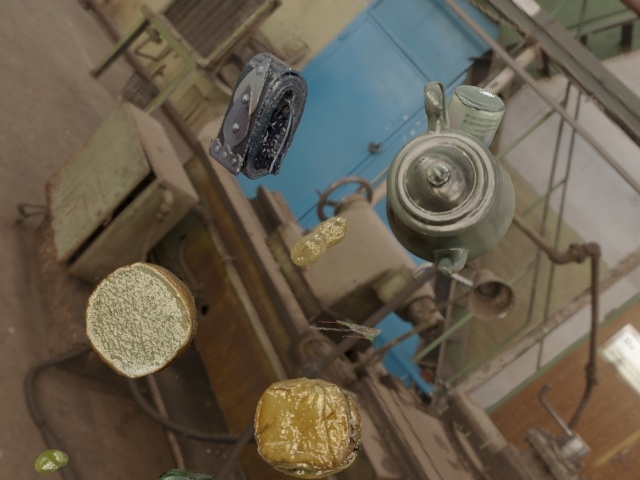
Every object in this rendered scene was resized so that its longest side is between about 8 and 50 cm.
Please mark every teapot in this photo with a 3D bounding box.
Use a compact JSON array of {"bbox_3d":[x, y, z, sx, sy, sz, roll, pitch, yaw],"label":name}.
[{"bbox_3d":[0.143,-0.071,0.818,0.149,0.162,0.239,30,57,-70],"label":"teapot"}]

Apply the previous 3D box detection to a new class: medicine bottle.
[{"bbox_3d":[0.356,-0.273,1.673,0.135,0.168,0.135,12,36,-9],"label":"medicine bottle"}]

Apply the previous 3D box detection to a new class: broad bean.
[{"bbox_3d":[-0.707,0.578,1.815,0.045,0.083,0.063,83,-14,-54],"label":"broad bean"}]

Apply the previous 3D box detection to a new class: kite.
[{"bbox_3d":[0.077,0.259,1.983,0.244,0.006,0.198,6,9,-29],"label":"kite"}]

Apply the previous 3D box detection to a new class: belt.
[{"bbox_3d":[-0.097,-0.217,1.251,0.122,0.218,0.128,0,29,-47],"label":"belt"}]

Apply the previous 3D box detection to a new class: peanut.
[{"bbox_3d":[0.000,0.000,1.848,0.082,0.187,0.082,45,-19,20],"label":"peanut"}]

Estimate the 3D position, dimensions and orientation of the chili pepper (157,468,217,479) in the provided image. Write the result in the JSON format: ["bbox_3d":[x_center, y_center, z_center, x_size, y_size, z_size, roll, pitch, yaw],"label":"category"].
[{"bbox_3d":[-0.330,0.597,1.534,0.165,0.261,0.173,56,39,-65],"label":"chili pepper"}]

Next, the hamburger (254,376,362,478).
[{"bbox_3d":[-0.030,0.498,1.840,0.283,0.259,0.144,5,-13,22],"label":"hamburger"}]

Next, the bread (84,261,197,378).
[{"bbox_3d":[-0.367,0.162,1.425,0.236,0.236,0.070,48,-4,0],"label":"bread"}]
